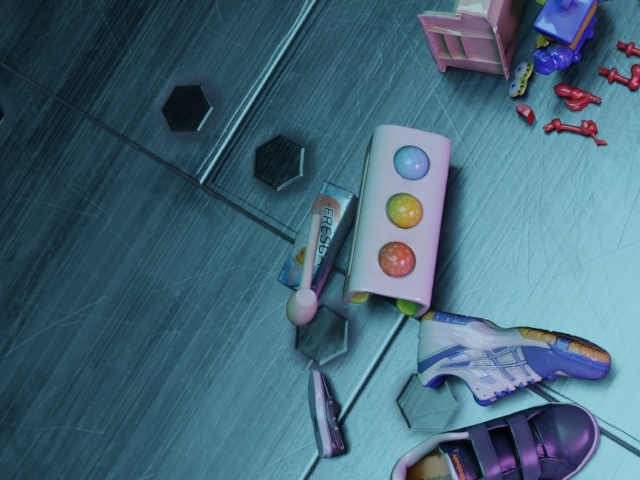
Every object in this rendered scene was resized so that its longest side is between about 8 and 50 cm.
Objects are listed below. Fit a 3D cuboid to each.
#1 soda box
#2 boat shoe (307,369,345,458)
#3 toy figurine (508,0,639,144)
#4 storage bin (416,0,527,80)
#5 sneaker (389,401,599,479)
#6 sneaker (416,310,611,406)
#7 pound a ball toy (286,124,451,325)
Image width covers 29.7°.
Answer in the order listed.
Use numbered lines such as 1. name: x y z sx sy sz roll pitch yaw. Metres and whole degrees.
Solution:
1. soda box: 0.000 0.000 1.958 0.058 0.063 0.183 23 85 21
2. boat shoe: 0.009 0.274 1.906 0.040 0.049 0.142 -3 72 -17
3. toy figurine: 0.418 -0.348 1.824 0.191 0.217 0.362 30 88 21
4. storage bin: 0.254 -0.417 1.872 0.123 0.260 0.262 14 82 16
5. sneaker: 0.254 0.325 1.771 0.321 0.127 0.126 -23 70 10
6. sneaker: 0.286 0.190 1.811 0.296 0.112 0.131 8 88 28
7. pound a ball toy: 0.078 -0.018 1.841 0.208 0.136 0.319 12 71 -5
